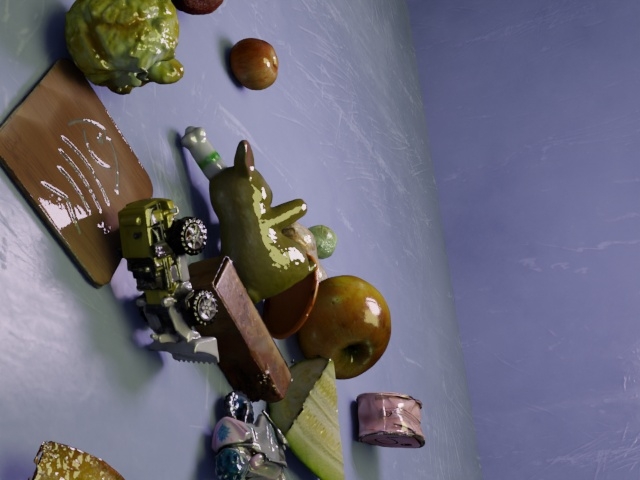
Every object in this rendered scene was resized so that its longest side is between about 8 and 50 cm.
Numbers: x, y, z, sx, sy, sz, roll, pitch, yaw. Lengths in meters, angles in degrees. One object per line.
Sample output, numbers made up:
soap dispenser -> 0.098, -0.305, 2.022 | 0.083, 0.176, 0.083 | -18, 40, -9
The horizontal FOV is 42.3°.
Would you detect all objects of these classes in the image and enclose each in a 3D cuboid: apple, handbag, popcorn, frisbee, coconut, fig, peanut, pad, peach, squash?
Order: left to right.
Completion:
peach -> -0.312, 0.372, 1.039 | 0.189, 0.068, 0.279 | -43, 119, -59
pad -> -0.368, -0.111, 1.289 | 0.284, 0.018, 0.286 | -77, 147, -50
popcorn -> -0.307, -0.320, 1.347 | 0.212, 0.198, 0.198 | 59, 25, -52
fig -> -0.279, -0.574, 1.739 | 0.146, 0.133, 0.201 | 95, -25, -51
apple -> -0.155, -0.420, 1.951 | 0.126, 0.102, 0.126 | -15, 90, -71
frisbee -> -0.056, 0.117, 1.732 | 0.035, 0.192, 0.192 | 23, 50, -31
peanut -> -0.039, 0.048, 1.965 | 0.087, 0.087, 0.207 | -60, 132, -62
squash -> -0.002, 0.391, 1.777 | 0.203, 0.111, 0.289 | -58, 136, -20
coconut -> 0.000, 0.000, 2.108 | 0.088, 0.087, 0.096 | 53, 35, -47
apple -> 0.053, 0.195, 1.913 | 0.237, 0.237, 0.207 | 60, 2, -37
handbag -> 0.181, 0.468, 2.140 | 0.205, 0.179, 0.116 | 44, 43, -53

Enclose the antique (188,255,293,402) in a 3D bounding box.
antique -> -0.156, 0.180, 1.558 | 0.093, 0.087, 0.310 | -72, 143, -53

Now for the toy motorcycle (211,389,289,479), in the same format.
toy motorcycle -> -0.130, 0.401, 1.460 | 0.239, 0.108, 0.204 | 50, 16, 2

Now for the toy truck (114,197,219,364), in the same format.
toy truck -> -0.246, 0.073, 1.312 | 0.111, 0.136, 0.286 | -25, 108, -52

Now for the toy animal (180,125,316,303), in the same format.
toy animal -> -0.138, -0.061, 1.634 | 0.180, 0.181, 0.363 | -12, 91, -57
